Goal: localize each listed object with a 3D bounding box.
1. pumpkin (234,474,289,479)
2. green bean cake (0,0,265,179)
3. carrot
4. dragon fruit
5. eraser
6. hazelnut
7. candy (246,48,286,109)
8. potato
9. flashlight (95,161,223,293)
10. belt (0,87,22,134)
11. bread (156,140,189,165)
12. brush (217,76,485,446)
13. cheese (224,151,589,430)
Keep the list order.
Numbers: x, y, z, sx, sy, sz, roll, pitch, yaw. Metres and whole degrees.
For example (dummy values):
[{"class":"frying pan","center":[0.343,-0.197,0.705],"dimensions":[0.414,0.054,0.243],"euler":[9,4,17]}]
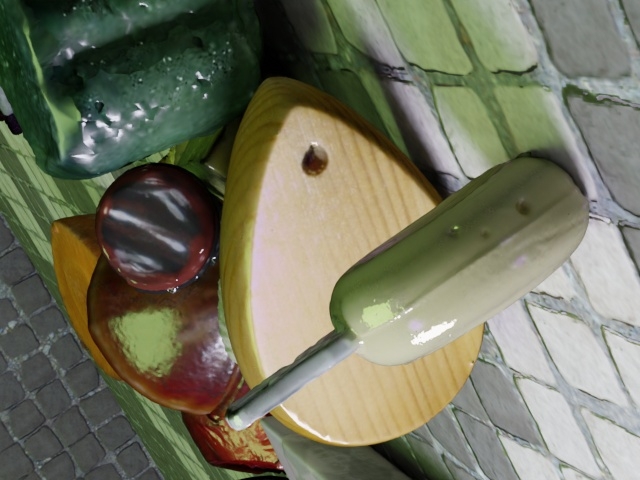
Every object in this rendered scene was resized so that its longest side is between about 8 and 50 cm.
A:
[{"class":"pumpkin","center":[-0.063,0.472,1.962],"dimensions":[0.323,0.241,0.323],"euler":[48,160,23]},{"class":"green bean cake","center":[-0.181,-0.200,1.059],"dimensions":[0.308,0.169,0.300],"euler":[-5,107,70]},{"class":"carrot","center":[-0.297,0.082,2.064],"dimensions":[0.307,0.100,0.258],"euler":[-162,53,-69]},{"class":"dragon fruit","center":[-0.145,0.229,2.010],"dimensions":[0.282,0.100,0.343],"euler":[60,164,3]},{"class":"eraser","center":[0.086,0.311,1.486],"dimensions":[0.397,0.082,0.213],"euler":[28,148,60]},{"class":"hazelnut","center":[-0.087,0.057,1.307],"dimensions":[0.229,0.229,0.229],"euler":[50,163,21]},{"class":"candy","center":[-0.037,-0.105,1.103],"dimensions":[0.175,0.045,0.043],"euler":[55,149,8]},{"class":"potato","center":[-0.041,-0.062,1.172],"dimensions":[0.120,0.081,0.149],"euler":[32,173,-13]},{"class":"flashlight","center":[-0.113,-0.012,1.099],"dimensions":[0.093,0.093,0.232],"euler":[57,180,-2]},{"class":"belt","center":[-0.354,-0.247,1.555],"dimensions":[0.184,0.164,0.289],"euler":[52,166,48]},{"class":"bread","center":[-0.140,0.006,1.538],"dimensions":[0.142,0.178,0.266],"euler":[24,166,-1]},{"class":"brush","center":[0.000,0.000,1.000],"dimensions":[0.166,0.174,0.267],"euler":[-133,24,-63]},{"class":"cheese","center":[0.042,0.034,0.803],"dimensions":[0.064,0.227,0.137],"euler":[56,169,-1]}]
